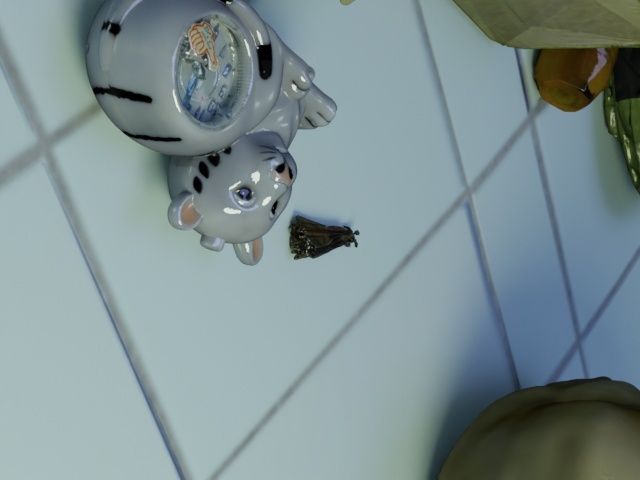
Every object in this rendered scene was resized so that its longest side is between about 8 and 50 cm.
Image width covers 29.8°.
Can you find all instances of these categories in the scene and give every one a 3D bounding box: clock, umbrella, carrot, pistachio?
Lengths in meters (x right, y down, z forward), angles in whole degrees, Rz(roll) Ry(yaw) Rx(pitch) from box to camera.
[{"bbox_3d":[-0.067,-0.065,0.670,0.176,0.080,0.117,39,64,-51],"label":"clock"},{"bbox_3d":[0.002,-0.001,0.823,0.083,0.020,0.031,-8,61,-53],"label":"umbrella"},{"bbox_3d":[0.261,-0.231,1.107,0.070,0.070,0.260,53,53,-42],"label":"carrot"},{"bbox_3d":[0.231,0.289,0.980,0.446,0.281,0.365,75,30,-46],"label":"pistachio"}]

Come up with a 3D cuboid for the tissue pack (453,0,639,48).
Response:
[{"bbox_3d":[0.193,-0.312,0.917,0.200,0.167,0.275,30,69,-51],"label":"tissue pack"}]

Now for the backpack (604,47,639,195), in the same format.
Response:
[{"bbox_3d":[0.375,-0.144,1.208,0.207,0.140,0.254,-18,104,-49],"label":"backpack"}]

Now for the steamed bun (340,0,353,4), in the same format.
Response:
[{"bbox_3d":[0.016,-0.286,0.683,0.232,0.166,0.273,-44,141,-29],"label":"steamed bun"}]
